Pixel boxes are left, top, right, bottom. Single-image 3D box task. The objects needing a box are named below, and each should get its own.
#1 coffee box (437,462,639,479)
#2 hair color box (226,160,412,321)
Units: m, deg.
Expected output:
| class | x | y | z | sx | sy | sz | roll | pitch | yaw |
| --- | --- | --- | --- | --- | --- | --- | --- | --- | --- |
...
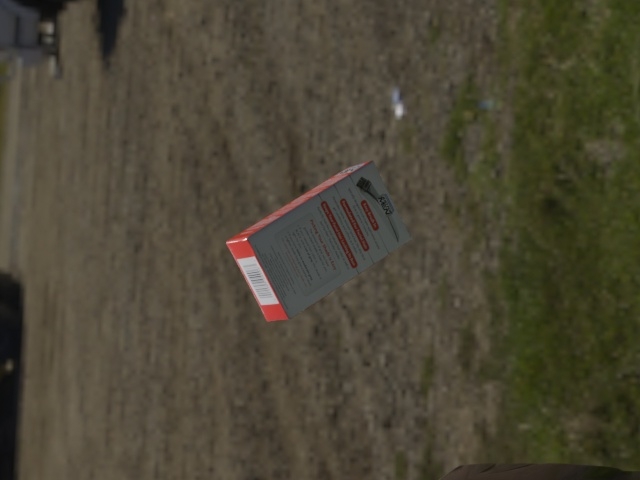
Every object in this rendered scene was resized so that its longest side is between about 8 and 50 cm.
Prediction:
| class | x | y | z | sx | sy | sz | roll | pitch | yaw |
| --- | --- | --- | --- | --- | --- | --- | --- | --- | --- |
| coffee box | 0.088 | 0.250 | 0.539 | 0.119 | 0.168 | 0.297 | -6 | 99 | 36 |
| hair color box | 0.000 | 0.000 | 1.449 | 0.053 | 0.167 | 0.093 | -9 | 110 | 61 |
